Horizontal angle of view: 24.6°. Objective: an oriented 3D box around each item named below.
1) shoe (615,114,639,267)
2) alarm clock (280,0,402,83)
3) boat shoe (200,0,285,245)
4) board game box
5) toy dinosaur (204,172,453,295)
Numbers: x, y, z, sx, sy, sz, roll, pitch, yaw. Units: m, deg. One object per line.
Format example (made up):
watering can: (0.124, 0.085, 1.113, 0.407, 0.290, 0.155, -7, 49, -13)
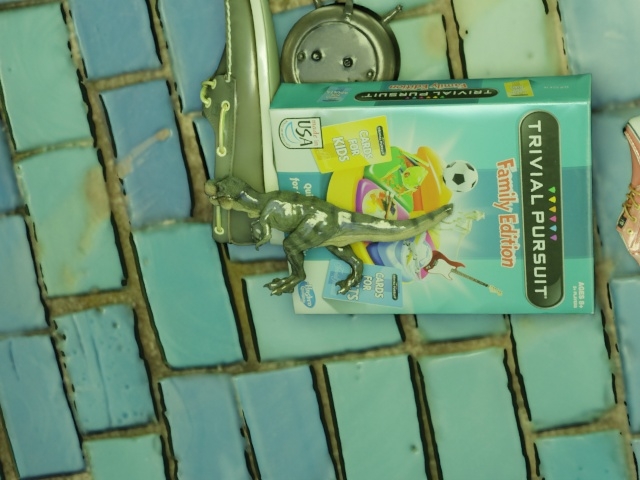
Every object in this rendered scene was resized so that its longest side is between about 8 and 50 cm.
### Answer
shoe: (0.352, -0.042, 1.591, 0.081, 0.063, 0.178, -26, 101, 10)
alarm clock: (0.018, -0.178, 1.630, 0.129, 0.064, 0.192, 14, 108, 8)
boat shoe: (-0.088, -0.139, 1.633, 0.091, 0.109, 0.305, -3, 106, 7)
board game box: (0.127, -0.045, 1.594, 0.336, 0.079, 0.254, -1, 118, 12)
toy dinosaur: (0.000, 0.000, 1.565, 0.268, 0.064, 0.118, 8, 113, 4)
